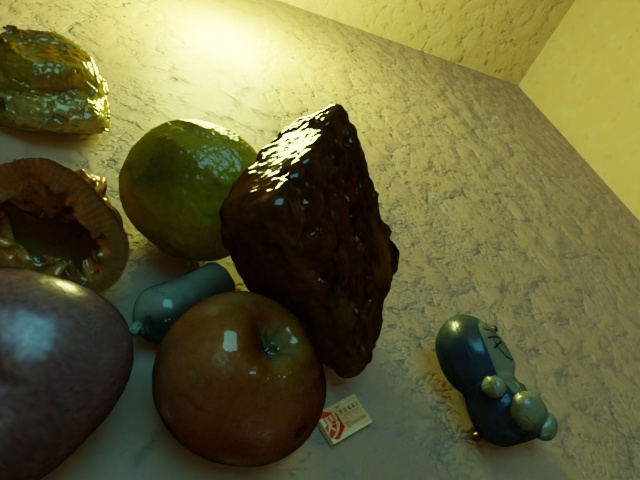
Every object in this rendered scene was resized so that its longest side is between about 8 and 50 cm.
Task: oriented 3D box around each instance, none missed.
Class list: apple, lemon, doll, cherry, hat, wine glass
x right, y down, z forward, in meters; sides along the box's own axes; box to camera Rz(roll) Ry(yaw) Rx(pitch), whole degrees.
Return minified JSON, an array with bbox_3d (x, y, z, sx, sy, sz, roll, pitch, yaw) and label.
[{"bbox_3d":[-0.110,0.194,0.697,0.253,0.254,0.254,16,39,-13],"label":"apple"},{"bbox_3d":[-0.240,-0.098,0.923,0.321,0.268,0.268,27,37,14],"label":"lemon"},{"bbox_3d":[0.327,0.262,0.935,0.228,0.154,0.259,36,31,-48],"label":"doll"},{"bbox_3d":[-0.381,0.164,0.591,0.260,0.221,0.308,18,58,2],"label":"cherry"},{"bbox_3d":[-0.445,-0.033,0.845,0.244,0.234,0.233,-10,14,-8],"label":"hat"},{"bbox_3d":[-0.250,0.117,0.806,0.103,0.103,0.231,40,36,16],"label":"wine glass"}]

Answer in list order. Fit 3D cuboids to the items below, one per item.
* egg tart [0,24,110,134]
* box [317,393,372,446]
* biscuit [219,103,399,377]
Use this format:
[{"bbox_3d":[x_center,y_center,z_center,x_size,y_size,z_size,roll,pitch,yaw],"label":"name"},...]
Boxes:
[{"bbox_3d":[-0.648,-0.376,1.100,0.339,0.153,0.352,5,42,-20],"label":"egg tart"},{"bbox_3d":[0.039,0.306,0.825,0.093,0.015,0.058,-12,54,-39],"label":"box"},{"bbox_3d":[0.000,0.000,0.868,0.166,0.395,0.343,-7,34,25],"label":"biscuit"}]
